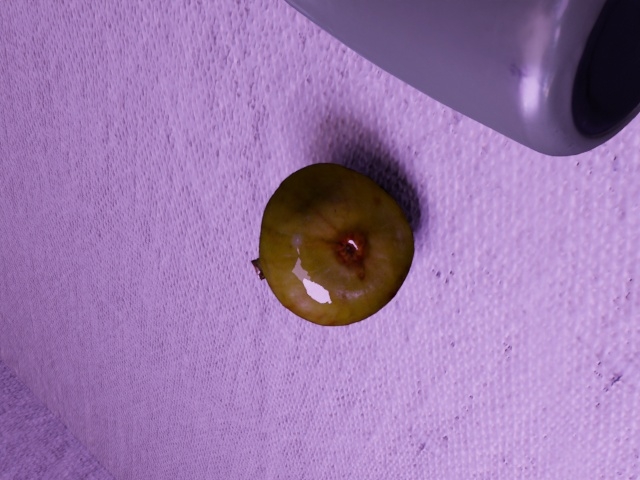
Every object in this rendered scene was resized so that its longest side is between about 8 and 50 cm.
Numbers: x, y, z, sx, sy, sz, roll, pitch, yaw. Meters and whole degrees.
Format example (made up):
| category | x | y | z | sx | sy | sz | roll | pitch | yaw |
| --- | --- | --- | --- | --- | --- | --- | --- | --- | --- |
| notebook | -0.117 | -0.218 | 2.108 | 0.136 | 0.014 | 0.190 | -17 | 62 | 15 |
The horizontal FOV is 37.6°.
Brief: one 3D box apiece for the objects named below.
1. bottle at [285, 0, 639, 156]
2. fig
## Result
| category | x | y | z | sx | sy | sz | roll | pitch | yaw |
| --- | --- | --- | --- | --- | --- | --- | --- | --- | --- |
| bottle | 0.050 | -0.190 | 0.585 | 0.347 | 0.168 | 0.168 | 33 | 144 | 32 |
| fig | 0.012 | 0.008 | 0.874 | 0.142 | 0.148 | 0.186 | 33 | -176 | 4 |
